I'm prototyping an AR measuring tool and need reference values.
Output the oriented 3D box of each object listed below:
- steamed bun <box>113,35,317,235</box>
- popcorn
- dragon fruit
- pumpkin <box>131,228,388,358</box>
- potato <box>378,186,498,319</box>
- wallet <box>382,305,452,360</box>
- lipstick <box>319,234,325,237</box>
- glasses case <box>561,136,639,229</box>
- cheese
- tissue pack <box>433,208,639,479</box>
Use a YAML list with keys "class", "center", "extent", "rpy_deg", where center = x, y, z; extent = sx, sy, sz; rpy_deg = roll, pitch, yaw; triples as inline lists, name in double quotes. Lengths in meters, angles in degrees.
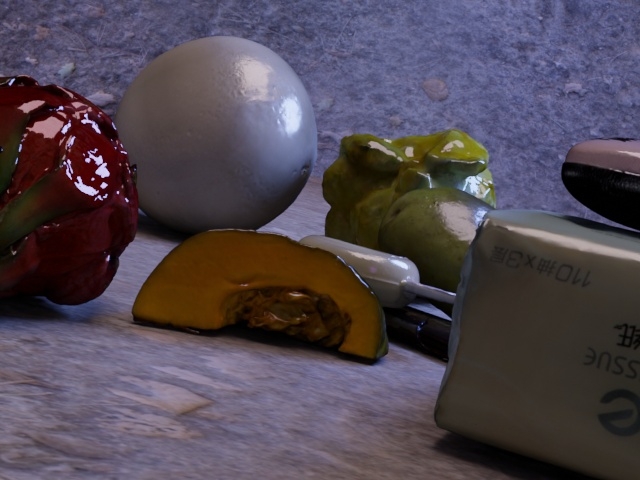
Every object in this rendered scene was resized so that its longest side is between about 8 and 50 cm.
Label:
- class: "steamed bun"
  center: [-0.167, -0.165, 1.598]
  extent: [0.324, 0.324, 0.206]
  rpy_deg: [19, -18, 34]
- class: "popcorn"
  center: [0.129, -0.041, 1.553]
  extent: [0.277, 0.225, 0.276]
  rpy_deg: [-4, 33, 3]
- class: "dragon fruit"
  center: [-0.275, -0.027, 0.968]
  extent: [0.234, 0.233, 0.293]
  rpy_deg: [12, 31, -13]
- class: "pumpkin"
  center: [-0.058, 0.041, 1.117]
  extent: [0.279, 0.111, 0.163]
  rpy_deg: [10, 4, -15]
- class: "potato"
  center: [0.191, 0.029, 1.333]
  extent: [0.228, 0.148, 0.197]
  rpy_deg: [43, -3, 37]
- class: "wallet"
  center: [0.124, 0.102, 1.255]
  extent: [0.232, 0.031, 0.122]
  rpy_deg: [21, 9, 39]
- class: "lipstick"
  center: [0.000, 0.000, 1.818]
  extent: [0.019, 0.019, 0.094]
  rpy_deg: [16, 8, 19]
- class: "glasses case"
  center: [0.309, -0.044, 0.968]
  extent: [0.122, 0.075, 0.314]
  rpy_deg: [18, 4, 28]
- class: "cheese"
  center: [0.075, 0.046, 1.217]
  extent: [0.227, 0.064, 0.137]
  rpy_deg: [16, 4, 33]
- class: "tissue pack"
  center: [0.337, 0.111, 0.913]
  extent: [0.405, 0.205, 0.332]
  rpy_deg: [17, 8, 19]
